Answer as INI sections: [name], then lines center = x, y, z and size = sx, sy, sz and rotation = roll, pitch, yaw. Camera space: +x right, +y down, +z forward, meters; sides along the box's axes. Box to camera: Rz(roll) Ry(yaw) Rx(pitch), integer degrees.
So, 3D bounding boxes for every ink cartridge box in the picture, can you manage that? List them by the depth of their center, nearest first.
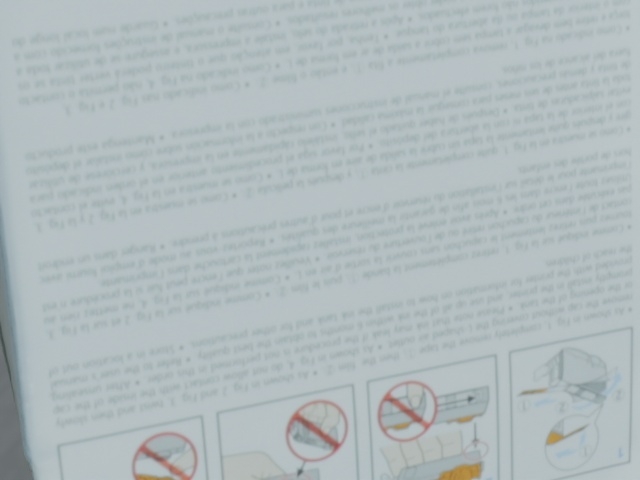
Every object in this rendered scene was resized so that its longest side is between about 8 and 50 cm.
[ink cartridge box]
center = 0.000, 0.000, 0.858
size = 0.308, 0.091, 0.385
rotation = -10, 110, -19
